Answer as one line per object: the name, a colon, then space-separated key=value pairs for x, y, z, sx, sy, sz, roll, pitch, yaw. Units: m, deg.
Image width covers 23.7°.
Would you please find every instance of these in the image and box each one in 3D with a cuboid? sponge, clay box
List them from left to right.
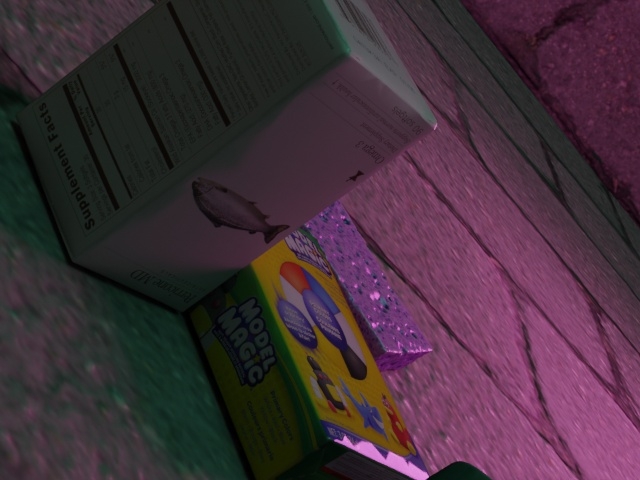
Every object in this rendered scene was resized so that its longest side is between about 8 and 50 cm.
clay box: x=-0.022 y=0.051 z=0.888 sx=0.127 sy=0.053 sz=0.222 roll=33 pitch=26 yaw=-53
sponge: x=0.000 y=0.000 z=1.103 sx=0.210 sy=0.031 sz=0.117 roll=59 pitch=16 yaw=14

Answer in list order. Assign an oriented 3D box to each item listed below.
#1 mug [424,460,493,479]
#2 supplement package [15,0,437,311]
mug: x=0.064 y=0.193 z=0.737 sx=0.129 sy=0.097 sz=0.157 roll=47 pitch=-18 yaw=37
supplement package: x=-0.051 y=-0.063 z=0.806 sx=0.105 sy=0.179 sz=0.105 roll=30 pitch=28 yaw=-56
